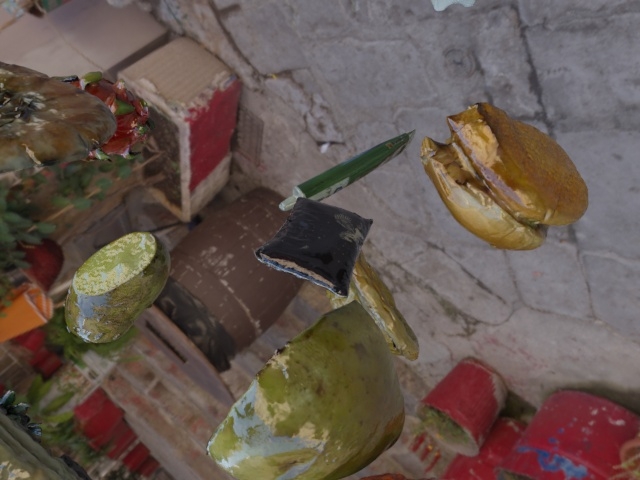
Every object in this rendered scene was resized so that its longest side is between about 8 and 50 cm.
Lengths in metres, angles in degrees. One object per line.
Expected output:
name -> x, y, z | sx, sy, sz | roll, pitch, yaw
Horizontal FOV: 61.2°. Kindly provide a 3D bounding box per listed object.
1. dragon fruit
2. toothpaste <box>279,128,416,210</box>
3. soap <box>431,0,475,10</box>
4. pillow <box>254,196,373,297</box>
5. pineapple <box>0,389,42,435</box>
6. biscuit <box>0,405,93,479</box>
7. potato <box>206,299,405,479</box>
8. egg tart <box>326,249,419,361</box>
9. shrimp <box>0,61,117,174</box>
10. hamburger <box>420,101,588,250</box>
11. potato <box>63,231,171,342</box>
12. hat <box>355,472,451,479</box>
dragon fruit -> -0.385, -0.203, 0.860 | 0.235, 0.135, 0.137 | 17, 171, -27
toothpaste -> 0.070, -0.169, 1.328 | 0.061, 0.392, 0.099 | 56, 163, 14
soap -> 0.168, -0.431, 0.746 | 0.119, 0.066, 0.198 | 91, 169, -60
pillow -> 0.000, 0.000, 0.810 | 0.141, 0.208, 0.055 | 22, 123, 6
pineapple -> -0.421, 0.186, 0.625 | 0.221, 0.083, 0.103 | 16, 141, 26
biscuit -> -0.214, 0.134, 0.260 | 0.252, 0.150, 0.052 | 43, 175, 1
potato -> -0.009, 0.301, 0.861 | 0.212, 0.280, 0.330 | 41, 124, 19
egg tart -> 0.108, 0.154, 1.311 | 0.345, 0.132, 0.345 | 58, -171, -14
shrimp -> -0.394, -0.129, 0.536 | 0.364, 0.233, 0.071 | 8, 123, -4
hamburger -> 0.249, -0.064, 0.728 | 0.144, 0.283, 0.157 | -38, 54, 39
potato -> -0.429, 0.096, 1.145 | 0.141, 0.298, 0.176 | 47, -163, 25
hat -> 0.243, 0.575, 1.058 | 0.285, 0.400, 0.285 | 169, 90, -71
